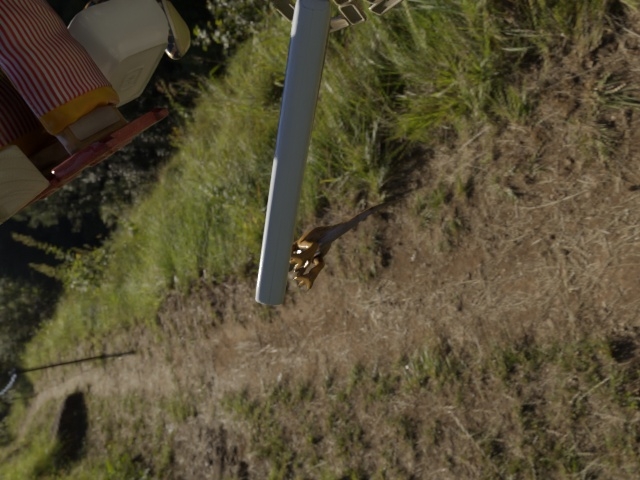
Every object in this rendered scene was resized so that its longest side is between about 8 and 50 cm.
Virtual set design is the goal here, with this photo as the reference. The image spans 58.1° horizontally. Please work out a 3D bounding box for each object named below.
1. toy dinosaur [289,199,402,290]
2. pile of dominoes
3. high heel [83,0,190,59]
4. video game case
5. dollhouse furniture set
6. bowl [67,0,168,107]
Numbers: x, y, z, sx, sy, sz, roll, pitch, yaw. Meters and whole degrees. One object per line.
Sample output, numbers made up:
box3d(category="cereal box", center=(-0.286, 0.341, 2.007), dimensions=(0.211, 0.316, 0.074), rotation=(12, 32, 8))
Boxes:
box3d(category="toy dinosaur", center=(0.000, 0.000, 0.783), dimensions=(0.212, 0.112, 0.064), rotation=(-26, 118, 41))
box3d(category="pile of dominoes", center=(0.006, -0.402, 0.858), dimensions=(0.196, 0.251, 0.040), rotation=(-7, 77, 26))
box3d(category="high heel", center=(-0.332, -0.360, 1.009), dimensions=(0.261, 0.186, 0.093), rotation=(64, -174, 34))
box3d(category="video game case", center=(-0.019, -0.079, 0.412), dimensions=(0.173, 0.022, 0.190), rotation=(-92, 11, -63))
box3d(category="dollhouse furniture set", center=(-0.300, -0.090, 0.432), dimensions=(0.152, 0.374, 0.201), rotation=(-25, 111, 24))
box3d(category="bowl", center=(-0.232, -0.200, 0.649), dimensions=(0.053, 0.142, 0.142), rotation=(42, 126, -5))
